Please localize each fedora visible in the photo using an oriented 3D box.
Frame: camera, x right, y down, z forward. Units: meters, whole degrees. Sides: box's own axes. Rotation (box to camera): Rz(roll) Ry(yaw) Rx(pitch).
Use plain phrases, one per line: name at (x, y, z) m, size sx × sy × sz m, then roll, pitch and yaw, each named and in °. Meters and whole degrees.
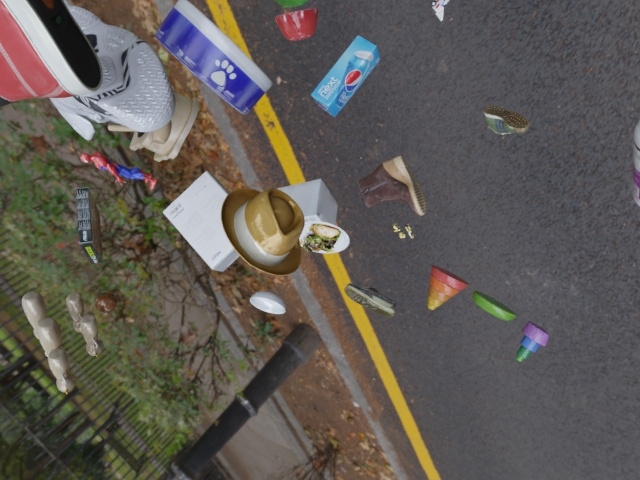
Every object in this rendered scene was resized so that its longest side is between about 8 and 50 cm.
fedora at (-0.084, -0.032, 0.749) m, size 0.194 × 0.194 × 0.079 m, roll 49°, pitch 122°, yaw -3°

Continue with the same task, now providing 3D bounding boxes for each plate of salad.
plate of salad at (0.000, 0.000, 1.439) m, size 0.199 × 0.048 × 0.200 m, roll 7°, pitch 148°, yaw 4°

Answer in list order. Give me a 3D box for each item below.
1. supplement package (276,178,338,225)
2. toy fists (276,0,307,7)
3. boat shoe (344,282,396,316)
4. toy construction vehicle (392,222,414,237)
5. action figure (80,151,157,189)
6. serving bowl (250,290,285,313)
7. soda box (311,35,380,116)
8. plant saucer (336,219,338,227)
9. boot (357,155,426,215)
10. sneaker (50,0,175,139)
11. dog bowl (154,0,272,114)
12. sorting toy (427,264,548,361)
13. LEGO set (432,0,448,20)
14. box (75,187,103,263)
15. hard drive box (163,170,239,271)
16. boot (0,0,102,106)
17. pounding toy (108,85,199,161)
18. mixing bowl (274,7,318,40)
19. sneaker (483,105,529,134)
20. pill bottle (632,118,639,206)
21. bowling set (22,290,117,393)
supplement package at (-0.085, -0.119, 1.890) m, size 0.262 × 0.200 × 0.198 m, roll -9°, pitch 145°, yaw 24°
toy fists at (-0.024, -0.675, 1.046) m, size 0.278 × 0.142 × 0.096 m, roll -1°, pitch 96°, yaw 19°
boat shoe at (0.198, 0.223, 1.655) m, size 0.223 × 0.074 × 0.080 m, roll 30°, pitch 149°, yaw -5°
toy construction vehicle at (0.408, -0.045, 2.069) m, size 0.085 × 0.035 × 0.098 m, roll -11°, pitch 127°, yaw 28°
action figure at (-0.313, -0.109, 0.652) m, size 0.038 × 0.030 × 0.115 m, roll 48°, pitch -167°, yaw 35°
serving bowl at (-0.115, 0.135, 0.942) m, size 0.083 × 0.027 × 0.083 m, roll 13°, pitch 151°, yaw 7°
soda box at (0.072, -0.459, 1.179) m, size 0.071 × 0.210 × 0.067 m, roll 40°, pitch -176°, yaw 21°
plant saucer at (0.080, -0.080, 2.210) m, size 0.083 × 0.013 × 0.084 m, roll 171°, pitch 90°, yaw -81°
boot at (0.263, -0.168, 1.560) m, size 0.206 × 0.090 × 0.249 m, roll -31°, pitch 73°, yaw 34°
sneaker at (-0.369, -0.258, 0.727) m, size 0.365 × 0.137 × 0.210 m, roll 36°, pitch 158°, yaw 16°
dog bowl at (-0.244, -0.422, 0.982) m, size 0.265 × 0.104 × 0.265 m, roll 42°, pitch -171°, yaw -8°
sorting toy at (0.444, 0.211, 1.193) m, size 0.365 × 0.127 × 0.126 m, roll 35°, pitch 103°, yaw 34°
LEGO set at (0.377, -0.696, 1.094) m, size 0.182 × 0.244 × 0.060 m, roll -38°, pitch 84°, yaw 11°
box at (-0.742, -0.044, 1.352) m, size 0.184 × 0.045 × 0.191 m, roll 124°, pitch 135°, yaw -64°
hard drive box at (-0.310, -0.055, 1.232) m, size 0.232 × 0.181 × 0.089 m, roll 47°, pitch 180°, yaw 11°
boot at (-0.373, -0.258, 0.436) m, size 0.176 × 0.089 × 0.245 m, roll -6°, pitch 133°, yaw 7°
pounding toy at (-0.392, -0.290, 0.981) m, size 0.154 × 0.154 × 0.269 m, roll 24°, pitch 170°, yaw -36°
mixing bowl at (-0.088, -0.861, 1.688) m, size 0.181 × 0.181 × 0.098 m, roll 11°, pitch 122°, yaw 39°
sneaker at (0.677, -0.421, 1.530) m, size 0.192 × 0.064 × 0.086 m, roll 48°, pitch 174°, yaw 43°
pill bottle at (0.821, -0.210, 0.963) m, size 0.169 × 0.169 × 0.302 m, roll 9°, pitch 147°, yaw 40°
bowling set at (-0.610, 0.235, 1.072) m, size 0.287 × 0.199 × 0.154 m, roll 42°, pitch 135°, yaw 35°
